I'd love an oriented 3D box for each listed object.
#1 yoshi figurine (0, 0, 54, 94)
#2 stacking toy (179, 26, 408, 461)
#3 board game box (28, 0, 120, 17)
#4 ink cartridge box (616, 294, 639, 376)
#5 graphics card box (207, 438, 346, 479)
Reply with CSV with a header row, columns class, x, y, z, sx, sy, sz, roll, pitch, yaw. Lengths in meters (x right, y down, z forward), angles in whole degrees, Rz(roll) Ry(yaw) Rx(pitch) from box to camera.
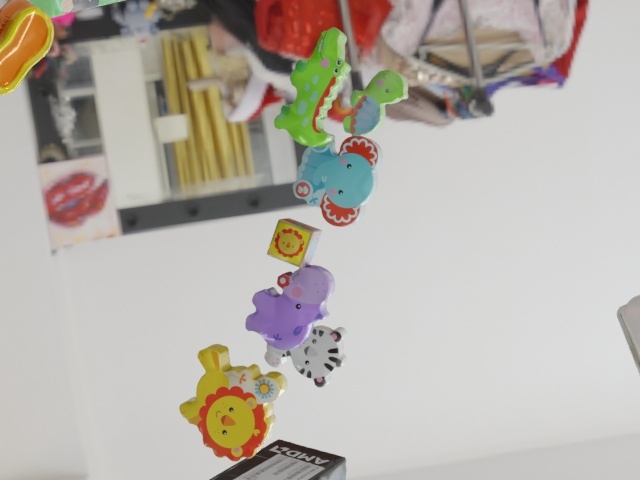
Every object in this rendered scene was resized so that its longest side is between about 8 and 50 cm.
class,x,y,z,sx,sy,sz,roll,pitch,yaw
yoshi figurine,-0.436,-0.278,1.001,0.362,0.204,0.203,22,-144,29
stacking toy,0.000,0.000,0.565,0.052,0.221,0.167,20,-171,11
board game box,-0.228,-0.273,0.727,0.317,0.046,0.213,34,-146,16
ink cartridge box,0.444,0.068,0.872,0.307,0.129,0.223,-4,161,-46
graphics card box,-0.107,0.348,0.871,0.094,0.233,0.371,7,-167,31
